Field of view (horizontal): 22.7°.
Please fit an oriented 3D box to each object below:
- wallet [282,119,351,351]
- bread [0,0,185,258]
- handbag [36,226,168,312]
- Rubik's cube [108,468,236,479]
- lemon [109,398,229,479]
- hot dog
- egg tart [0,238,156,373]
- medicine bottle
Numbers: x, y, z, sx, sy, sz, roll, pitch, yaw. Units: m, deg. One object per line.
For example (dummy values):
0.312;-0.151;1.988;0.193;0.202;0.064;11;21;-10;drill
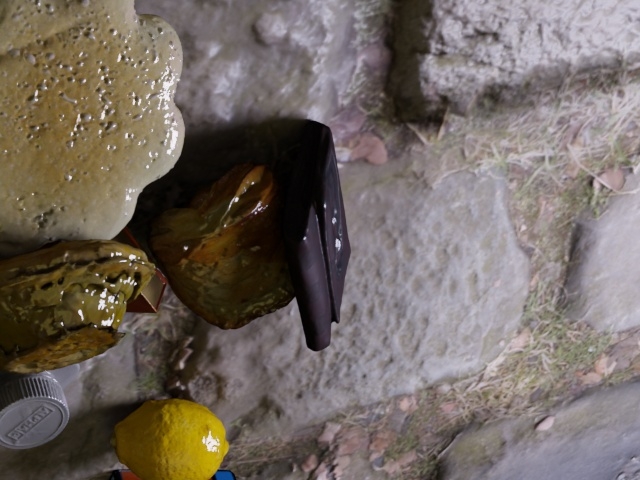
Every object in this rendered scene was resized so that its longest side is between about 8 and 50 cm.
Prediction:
0.000;0.000;1.842;0.049;0.182;0.229;3;141;11;wallet
-0.263;-0.124;1.575;0.316;0.054;0.316;-12;113;-29;bread
-0.266;0.011;1.754;0.127;0.062;0.190;1;145;26;handbag
-0.202;0.432;2.159;0.187;0.184;0.182;3;130;-31;Rubik's cube
-0.192;0.259;2.044;0.155;0.114;0.114;9;128;-19;lemon
-0.106;-0.006;1.817;0.175;0.114;0.259;-25;151;-3;hot dog
-0.278;0.072;1.625;0.241;0.106;0.241;-17;168;-4;egg tart
-0.344;0.134;1.780;0.132;0.188;0.088;-29;139;3;medicine bottle
